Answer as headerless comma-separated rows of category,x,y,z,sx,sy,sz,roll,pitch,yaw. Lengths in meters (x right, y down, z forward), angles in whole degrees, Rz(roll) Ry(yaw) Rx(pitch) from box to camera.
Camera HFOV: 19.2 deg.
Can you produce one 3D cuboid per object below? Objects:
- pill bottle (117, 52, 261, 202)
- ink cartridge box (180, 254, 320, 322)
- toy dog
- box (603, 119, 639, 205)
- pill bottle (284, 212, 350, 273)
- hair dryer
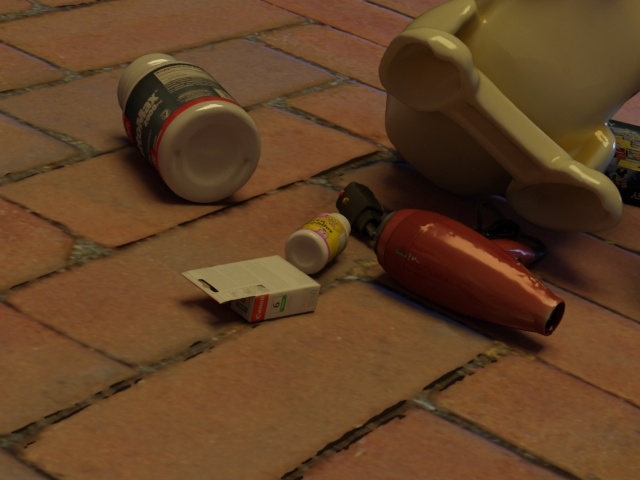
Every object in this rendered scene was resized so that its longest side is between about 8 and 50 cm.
pill bottle,-0.141,-0.121,1.923,0.108,0.108,0.180,0,25,-26
ink cartridge box,-0.064,0.045,1.677,0.115,0.029,0.063,-10,32,-40
toy dog,0.273,-0.227,1.997,0.284,0.408,0.395,40,-17,-2
box,0.294,-0.105,2.190,0.233,0.044,0.159,14,23,4
pill bottle,0.000,0.000,1.794,0.043,0.043,0.083,19,23,15
hair dryer,0.154,0.006,1.814,0.224,0.080,0.293,5,24,-19
